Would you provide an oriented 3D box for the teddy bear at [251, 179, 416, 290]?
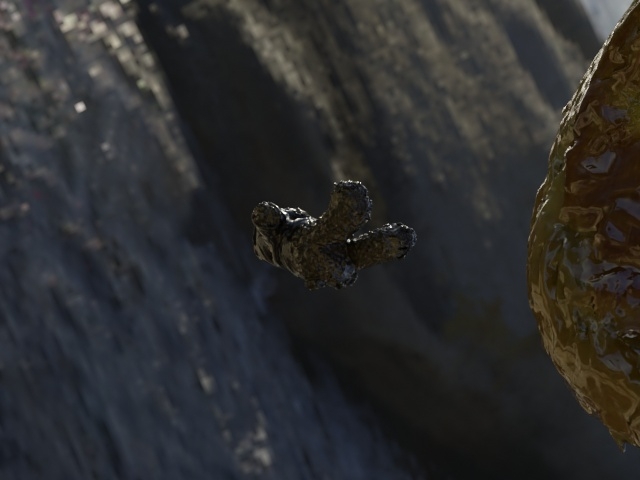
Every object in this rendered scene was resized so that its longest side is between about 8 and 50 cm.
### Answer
[{"bbox_3d":[-0.002,0.007,1.491,0.119,0.160,0.078,37,65,-29],"label":"teddy bear"}]

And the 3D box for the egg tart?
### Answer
[{"bbox_3d":[0.263,-0.035,0.947,0.150,0.352,0.352,23,40,-34],"label":"egg tart"}]
